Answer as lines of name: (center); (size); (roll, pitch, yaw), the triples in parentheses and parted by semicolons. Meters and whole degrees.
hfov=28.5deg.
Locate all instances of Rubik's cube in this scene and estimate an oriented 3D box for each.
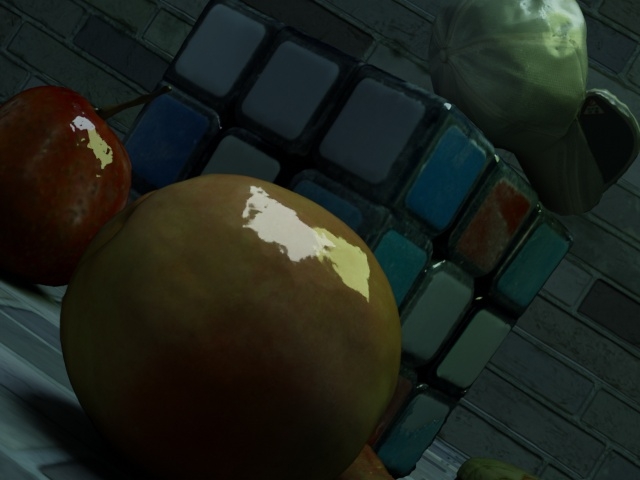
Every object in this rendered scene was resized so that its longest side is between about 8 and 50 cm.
Rubik's cube: (0.000, 0.000, 1.341); (0.362, 0.363, 0.359); (37, 4, 38)

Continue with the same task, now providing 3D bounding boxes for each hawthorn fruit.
hawthorn fruit: (-0.221, -0.066, 1.062); (0.163, 0.203, 0.162); (34, -5, 4)

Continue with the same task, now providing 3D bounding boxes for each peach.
peach: (-0.051, 0.050, 0.668); (0.184, 0.184, 0.184); (33, -2, 1)

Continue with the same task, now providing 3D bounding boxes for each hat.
hat: (0.210, -0.147, 1.331); (0.275, 0.161, 0.232); (65, -4, -34)

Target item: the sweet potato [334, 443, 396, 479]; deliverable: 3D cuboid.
sweet potato: (0.019, 0.166, 0.926); (0.058, 0.078, 0.255); (-10, 27, -22)

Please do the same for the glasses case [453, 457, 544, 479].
glasses case: (0.266, 0.319, 1.158); (0.156, 0.098, 0.425); (31, -1, -30)
